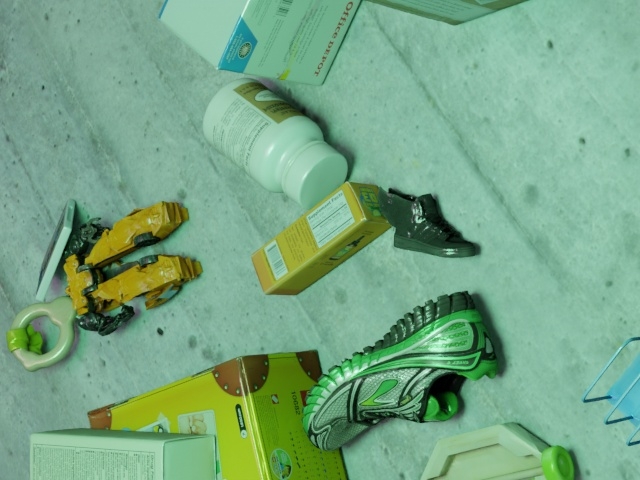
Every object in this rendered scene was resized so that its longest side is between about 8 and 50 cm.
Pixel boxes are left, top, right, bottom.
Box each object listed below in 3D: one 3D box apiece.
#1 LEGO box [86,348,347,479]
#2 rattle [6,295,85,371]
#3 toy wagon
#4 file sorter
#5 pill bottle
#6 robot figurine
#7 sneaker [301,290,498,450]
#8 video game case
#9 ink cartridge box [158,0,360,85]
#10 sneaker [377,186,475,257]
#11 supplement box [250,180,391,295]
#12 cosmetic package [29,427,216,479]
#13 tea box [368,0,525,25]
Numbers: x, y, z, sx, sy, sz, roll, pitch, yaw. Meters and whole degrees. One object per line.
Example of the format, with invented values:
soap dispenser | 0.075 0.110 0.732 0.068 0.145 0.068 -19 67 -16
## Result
LEGO box | -0.141 0.462 1.932 0.372 0.193 0.500 -23 74 36
rattle | -0.486 0.170 2.329 0.199 0.143 0.130 -42 56 -8
toy wagon | 0.254 0.434 1.698 0.267 0.068 0.345 -22 76 37
file sorter | 0.432 0.215 1.534 0.170 0.104 0.118 46 117 30
pill bottle | -0.069 -0.150 1.930 0.229 0.131 0.131 39 113 32
robot figurine | -0.347 0.048 2.180 0.291 0.085 0.211 -24 74 35
sneaker | 0.107 0.219 1.778 0.343 0.134 0.146 -40 66 31
video game case | -0.496 0.017 2.292 0.143 0.019 0.157 -109 42 -65
ink cartridge box | -0.089 -0.360 1.886 0.168 0.232 0.171 41 114 34
sneaker | 0.155 -0.028 1.796 0.170 0.051 0.089 10 100 42
supplement box | 0.000 0.000 1.906 0.233 0.078 0.080 -34 66 33
cosmetic package | -0.307 0.373 1.874 0.309 0.113 0.160 -3 86 38
tea box | 0.157 -0.489 1.627 0.220 0.329 0.324 -14 80 37
